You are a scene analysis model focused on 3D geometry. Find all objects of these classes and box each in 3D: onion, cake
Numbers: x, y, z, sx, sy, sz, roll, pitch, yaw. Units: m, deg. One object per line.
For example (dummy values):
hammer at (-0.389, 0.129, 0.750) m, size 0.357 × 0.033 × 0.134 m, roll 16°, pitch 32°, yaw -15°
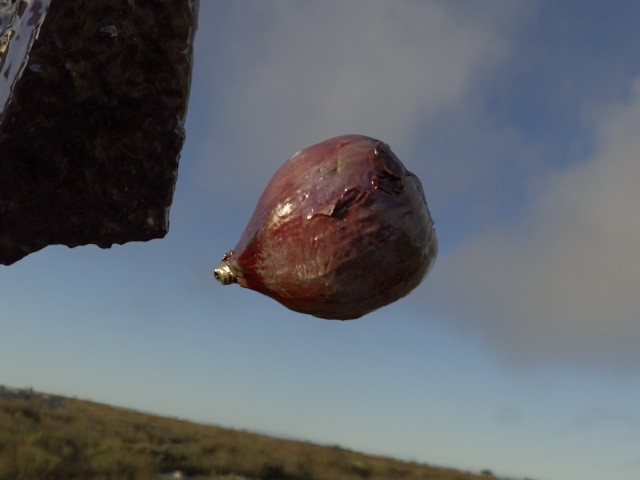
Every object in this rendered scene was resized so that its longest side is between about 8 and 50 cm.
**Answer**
onion at (0.000, 0.000, 0.682) m, size 0.194 × 0.160 × 0.159 m, roll -25°, pitch -19°, yaw 3°
cake at (-0.090, -0.122, 0.353) m, size 0.112 × 0.296 × 0.116 m, roll 10°, pitch 18°, yaw -41°
